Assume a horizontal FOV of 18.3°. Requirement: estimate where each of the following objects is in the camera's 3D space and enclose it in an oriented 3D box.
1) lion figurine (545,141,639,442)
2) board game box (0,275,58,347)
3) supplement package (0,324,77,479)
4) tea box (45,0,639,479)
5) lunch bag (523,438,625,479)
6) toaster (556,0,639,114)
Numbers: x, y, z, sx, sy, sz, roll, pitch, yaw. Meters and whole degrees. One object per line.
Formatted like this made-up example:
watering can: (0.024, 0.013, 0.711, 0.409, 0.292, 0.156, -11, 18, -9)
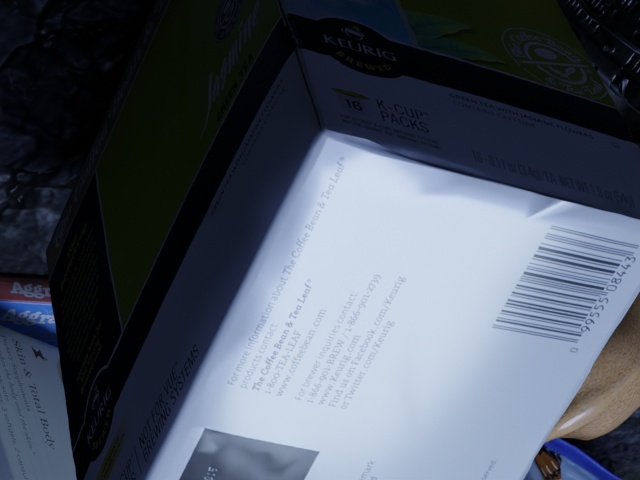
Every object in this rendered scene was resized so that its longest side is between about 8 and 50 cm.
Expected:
lion figurine: (0.211, 0.041, 1.421, 0.142, 0.392, 0.240, 39, 151, -26)
board game box: (-0.152, 0.086, 1.555, 0.281, 0.027, 0.145, 5, 141, -28)
supplement package: (-0.229, 0.208, 1.463, 0.198, 0.199, 0.262, -32, 151, 17)
tea box: (0.000, 0.000, 1.180, 0.220, 0.323, 0.329, 13, 123, -23)
lunch bag: (0.083, 0.311, 1.778, 0.385, 0.239, 0.328, 10, 146, -44)
toaster: (0.236, -0.157, 1.233, 0.110, 0.168, 0.186, 1, 131, -52)
